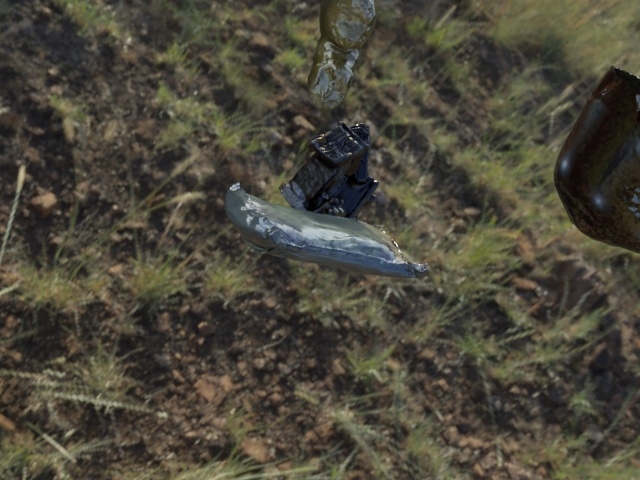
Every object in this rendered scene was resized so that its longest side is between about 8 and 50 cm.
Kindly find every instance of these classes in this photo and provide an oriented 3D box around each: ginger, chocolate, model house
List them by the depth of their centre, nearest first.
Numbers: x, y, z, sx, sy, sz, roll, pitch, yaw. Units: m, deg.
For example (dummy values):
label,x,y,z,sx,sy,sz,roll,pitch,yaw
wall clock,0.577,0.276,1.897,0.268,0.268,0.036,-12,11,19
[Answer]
label,x,y,z,sx,sy,sz,roll,pitch,yaw
ginger,0.049,-0.325,1.231,0.081,0.148,0.334,12,48,9
model house,0.029,-0.090,1.284,0.141,0.164,0.203,46,5,-2
chocolate,0.660,-0.136,1.794,0.383,0.332,0.384,24,15,-7

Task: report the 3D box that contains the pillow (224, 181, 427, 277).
label,x,y,z,sx,sy,sz,roll,pitch,yaw
pillow,0.000,0.000,1.109,0.254,0.059,0.169,13,15,-31
